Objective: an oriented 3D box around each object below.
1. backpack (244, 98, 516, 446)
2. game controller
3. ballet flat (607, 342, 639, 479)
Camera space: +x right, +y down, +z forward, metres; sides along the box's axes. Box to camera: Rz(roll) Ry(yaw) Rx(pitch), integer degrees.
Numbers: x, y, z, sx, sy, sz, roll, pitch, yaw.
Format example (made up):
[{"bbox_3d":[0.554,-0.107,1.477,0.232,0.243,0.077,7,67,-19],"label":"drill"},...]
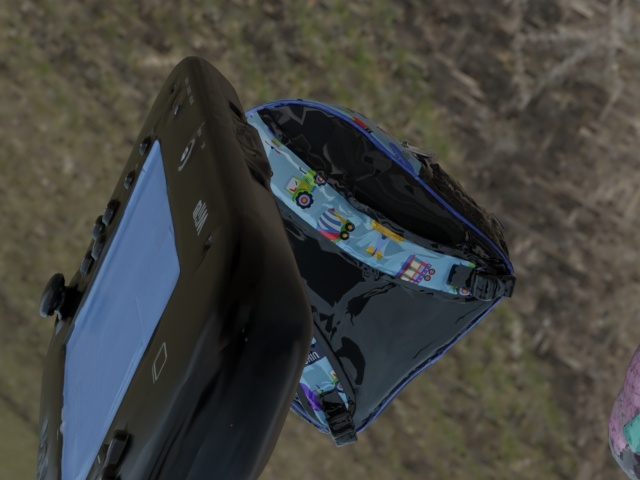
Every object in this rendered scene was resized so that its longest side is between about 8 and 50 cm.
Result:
[{"bbox_3d":[0.000,0.000,0.962,0.173,0.158,0.117,41,-162,-11],"label":"backpack"},{"bbox_3d":[-0.065,0.033,0.649,0.067,0.166,0.319,13,-164,-12],"label":"game controller"},{"bbox_3d":[0.141,0.031,0.500,0.221,0.079,0.077,-6,-119,-56],"label":"ballet flat"}]
